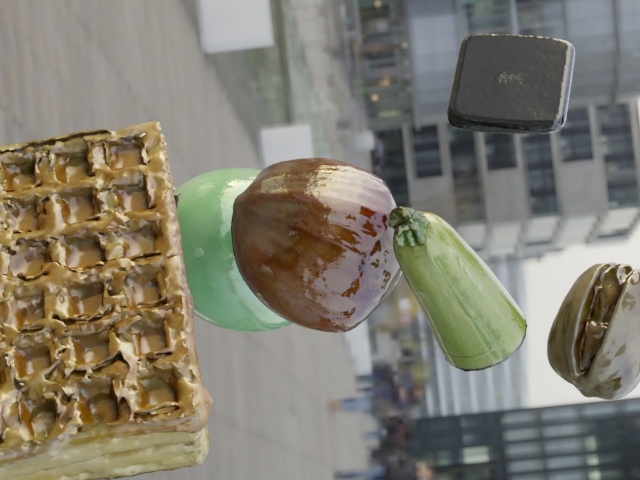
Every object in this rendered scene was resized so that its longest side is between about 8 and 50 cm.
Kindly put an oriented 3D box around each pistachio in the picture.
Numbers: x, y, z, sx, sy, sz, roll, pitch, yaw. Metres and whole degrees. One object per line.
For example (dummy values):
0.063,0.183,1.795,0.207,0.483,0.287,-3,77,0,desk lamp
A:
0.300,0.095,1.500,0.113,0.113,0.149,-55,168,-84,pistachio

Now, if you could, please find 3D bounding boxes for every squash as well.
0.120,0.034,1.376,0.224,0.094,0.094,53,24,-41,squash

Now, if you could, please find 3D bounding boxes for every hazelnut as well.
0.003,-0.004,1.673,0.210,0.186,0.210,8,81,-60,hazelnut

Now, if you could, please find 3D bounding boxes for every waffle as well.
-0.206,0.053,1.151,0.091,0.213,0.308,84,-5,-56,waffle

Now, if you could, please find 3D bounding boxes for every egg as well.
-0.104,0.012,1.918,0.270,0.220,0.220,16,59,-38,egg

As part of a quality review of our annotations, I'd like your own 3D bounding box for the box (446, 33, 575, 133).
0.203,-0.164,1.517,0.027,0.126,0.125,75,24,-54,box
